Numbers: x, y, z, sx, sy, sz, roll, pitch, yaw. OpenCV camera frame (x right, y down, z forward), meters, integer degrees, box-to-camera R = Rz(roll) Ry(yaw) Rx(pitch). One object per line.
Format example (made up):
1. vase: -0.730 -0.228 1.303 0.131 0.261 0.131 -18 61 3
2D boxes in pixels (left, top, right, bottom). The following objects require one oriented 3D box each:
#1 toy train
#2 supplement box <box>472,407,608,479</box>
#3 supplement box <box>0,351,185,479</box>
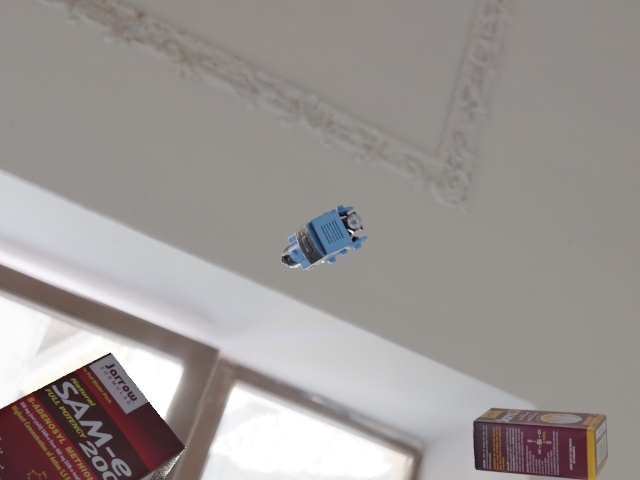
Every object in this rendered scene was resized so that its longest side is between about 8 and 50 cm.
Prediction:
1. toy train: 0.000 0.000 1.618 0.105 0.080 0.184 -22 176 -29
2. supplement box: 0.343 0.314 1.533 0.104 0.188 0.080 -8 97 -64
3. supplement box: -0.259 0.214 0.911 0.239 0.130 0.073 -28 162 -46
